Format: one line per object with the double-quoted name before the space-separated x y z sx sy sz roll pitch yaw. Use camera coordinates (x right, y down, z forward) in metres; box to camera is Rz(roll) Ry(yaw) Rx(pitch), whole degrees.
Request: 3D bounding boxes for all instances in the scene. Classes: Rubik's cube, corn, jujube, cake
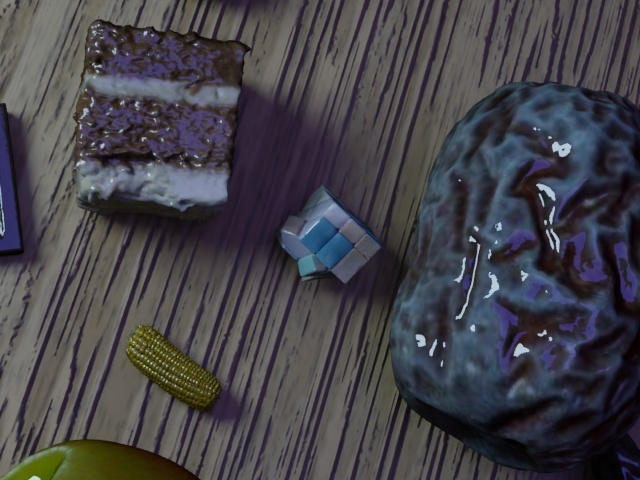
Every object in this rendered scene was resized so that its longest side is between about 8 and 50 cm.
"Rubik's cube" 0.002 0.002 0.997 0.075 0.084 0.073 43 94 -4
"corn" -0.122 0.107 0.963 0.092 0.037 0.037 36 73 -4
"jujube" 0.178 0.022 0.957 0.226 0.226 0.317 20 73 -8
"cake" -0.135 -0.092 0.958 0.135 0.134 0.147 5 86 -12

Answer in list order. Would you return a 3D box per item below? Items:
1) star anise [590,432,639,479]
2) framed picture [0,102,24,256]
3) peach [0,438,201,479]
"star anise" 0.312 0.274 0.990 0.315 0.108 0.315 1 83 -7
"framed picture" -0.335 -0.042 0.952 0.168 0.023 0.128 -7 80 -14
"peach" -0.157 0.262 0.829 0.231 0.231 0.231 3 78 -12
